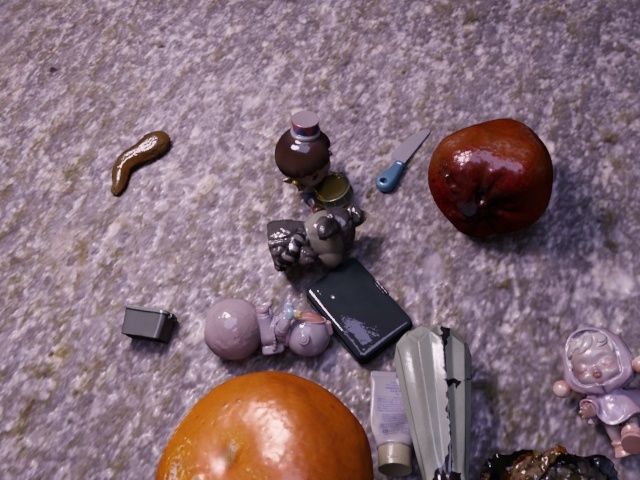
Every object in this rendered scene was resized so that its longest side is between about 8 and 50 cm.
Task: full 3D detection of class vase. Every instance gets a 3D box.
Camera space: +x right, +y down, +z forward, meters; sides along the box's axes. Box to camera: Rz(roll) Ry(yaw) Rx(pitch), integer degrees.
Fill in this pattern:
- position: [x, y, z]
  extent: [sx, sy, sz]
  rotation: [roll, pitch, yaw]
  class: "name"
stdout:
- position: [0.239, 0.353, 1.294]
  extent: [0.165, 0.165, 0.360]
  rotation: [-5, 53, 5]
  class: "vase"

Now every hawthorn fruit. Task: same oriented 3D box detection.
- position: [0.414, -0.151, 1.532]
  extent: [0.311, 0.295, 0.295]
  rotation: [-25, 57, -34]
  class: "hawthorn fruit"

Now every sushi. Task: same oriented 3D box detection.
- position: [0.416, 0.487, 1.191]
  extent: [0.219, 0.238, 0.225]
  rotation: [-10, 56, 56]
  class: "sushi"

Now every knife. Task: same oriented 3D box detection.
- position: [0.218, -0.224, 1.733]
  extent: [0.058, 0.032, 0.244]
  rotation: [20, 60, 28]
  class: "knife"

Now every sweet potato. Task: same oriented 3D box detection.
- position: [-0.519, -0.229, 1.820]
  extent: [0.081, 0.062, 0.233]
  rotation: [36, 74, 23]
  class: "sweet potato"

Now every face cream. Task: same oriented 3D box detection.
- position: [0.162, 0.381, 1.380]
  extent: [0.114, 0.070, 0.224]
  rotation: [2, 48, 5]
  class: "face cream"

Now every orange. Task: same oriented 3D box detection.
- position: [-0.097, 0.460, 1.199]
  extent: [0.424, 0.326, 0.424]
  rotation: [-12, 51, 15]
  class: "orange"

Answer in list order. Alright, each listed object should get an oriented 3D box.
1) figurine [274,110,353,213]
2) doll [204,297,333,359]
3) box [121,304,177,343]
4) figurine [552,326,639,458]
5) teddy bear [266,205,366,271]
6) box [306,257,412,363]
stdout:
- position: [-0.023, -0.194, 1.610]
  extent: [0.158, 0.275, 0.161]
  rotation: [16, 65, 35]
  class: "figurine"
- position: [-0.114, 0.207, 1.472]
  extent: [0.287, 0.151, 0.151]
  rotation: [4, 61, 3]
  class: "doll"
- position: [-0.412, 0.202, 1.545]
  extent: [0.122, 0.084, 0.069]
  rotation: [6, 69, 13]
  class: "box"
- position: [0.584, 0.299, 1.319]
  extent: [0.200, 0.133, 0.276]
  rotation: [-26, 59, 27]
  class: "figurine"
- position: [-0.016, 0.004, 1.524]
  extent: [0.251, 0.171, 0.144]
  rotation: [-13, 90, 16]
  class: "teddy bear"
- position: [0.087, 0.161, 1.513]
  extent: [0.160, 0.050, 0.230]
  rotation: [-35, 61, -12]
  class: "box"
